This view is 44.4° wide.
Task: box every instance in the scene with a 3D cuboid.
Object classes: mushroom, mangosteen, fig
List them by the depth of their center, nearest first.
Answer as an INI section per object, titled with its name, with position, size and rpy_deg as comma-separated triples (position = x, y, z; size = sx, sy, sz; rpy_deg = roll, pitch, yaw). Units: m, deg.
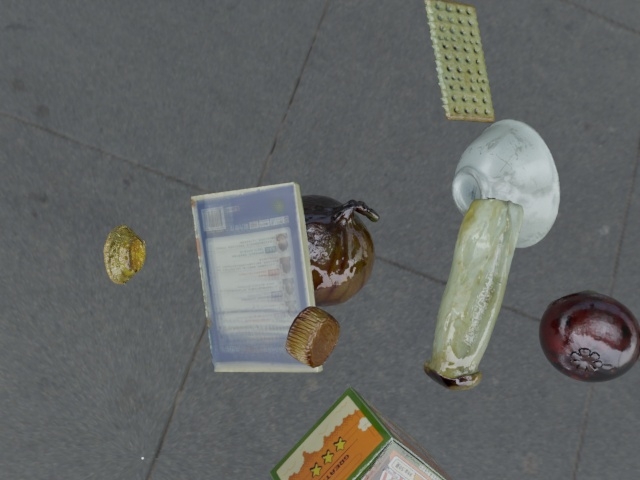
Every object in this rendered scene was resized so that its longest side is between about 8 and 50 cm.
[mushroom]
position = 0.238, 0.082, 1.232
size = 0.100, 0.081, 0.312
rpy_deg = 9, 76, 36
[mangosteen]
position = 0.496, 0.167, 1.447
size = 0.200, 0.200, 0.200
rpy_deg = 3, 74, -12
[fig]
position = -0.012, 0.010, 1.460
size = 0.235, 0.214, 0.235
rpy_deg = 3, 47, -3

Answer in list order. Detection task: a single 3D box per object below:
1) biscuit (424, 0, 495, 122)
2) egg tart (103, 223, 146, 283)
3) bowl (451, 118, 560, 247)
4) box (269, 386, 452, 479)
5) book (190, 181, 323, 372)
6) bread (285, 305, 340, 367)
[biscuit]
position = 0.256, -0.331, 1.438
size = 0.139, 0.016, 0.231
rpy_deg = -4, 83, -38
[egg tart]
position = -0.404, 0.027, 1.636
size = 0.052, 0.130, 0.130
rpy_deg = 2, 72, 19
[bowl]
position = 0.401, -0.123, 1.856
size = 0.146, 0.313, 0.313
rpy_deg = -11, 77, -26
[box]
position = 0.070, 0.354, 1.127
size = 0.177, 0.148, 0.195
rpy_deg = -46, 122, 0
[book]
position = -0.114, 0.070, 1.357
size = 0.018, 0.228, 0.322
rpy_deg = -13, 97, -59
[bread]
position = -0.015, 0.133, 1.095
size = 0.053, 0.085, 0.085
rpy_deg = 19, 67, 31
